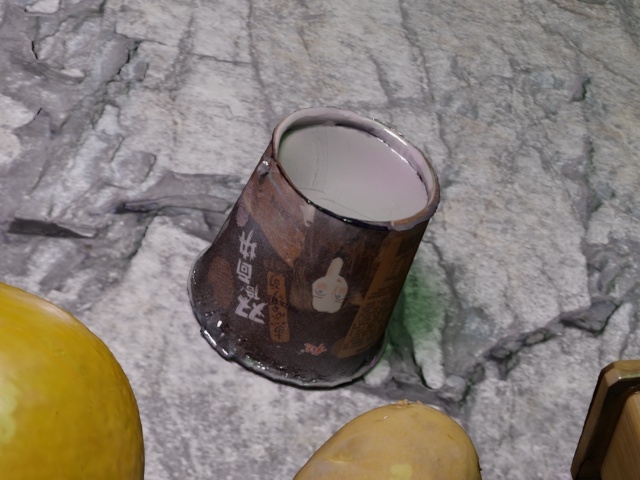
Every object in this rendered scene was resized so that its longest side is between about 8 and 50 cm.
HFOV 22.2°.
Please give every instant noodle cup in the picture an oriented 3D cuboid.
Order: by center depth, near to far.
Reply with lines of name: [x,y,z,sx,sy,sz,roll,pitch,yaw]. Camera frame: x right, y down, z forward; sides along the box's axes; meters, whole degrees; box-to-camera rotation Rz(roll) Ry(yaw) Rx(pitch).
instant noodle cup: [0.000,0.000,1.594,0.217,0.207,0.217,15,40,-13]

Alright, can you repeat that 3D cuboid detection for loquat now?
loquat: [-0.277,0.183,1.194,0.328,0.328,0.359,58,6,33]

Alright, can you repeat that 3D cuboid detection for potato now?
potato: [0.052,0.234,1.428,0.150,0.146,0.234,9,32,30]

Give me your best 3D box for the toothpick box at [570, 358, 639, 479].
toothpick box: [0.368,0.279,1.482,0.190,0.187,0.308,-3,51,-9]
